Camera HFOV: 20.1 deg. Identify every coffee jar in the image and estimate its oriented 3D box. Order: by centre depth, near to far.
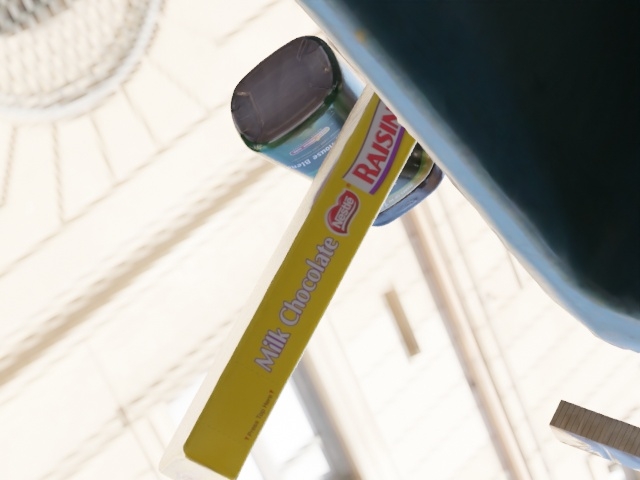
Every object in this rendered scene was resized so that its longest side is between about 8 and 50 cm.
[{"bbox_3d":[0.019,-0.079,1.395,0.096,0.184,0.079,-36,-126,17],"label":"coffee jar"}]

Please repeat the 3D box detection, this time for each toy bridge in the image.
[{"bbox_3d":[0.142,0.097,0.867,0.063,0.026,0.188,18,-109,29],"label":"toy bridge"}]

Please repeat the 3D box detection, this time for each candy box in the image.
[{"bbox_3d":[0.000,0.000,0.690,0.206,0.027,0.105,-62,-179,-13],"label":"candy box"}]

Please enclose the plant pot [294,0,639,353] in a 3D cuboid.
[{"bbox_3d":[0.126,-0.152,0.319,0.247,0.248,0.252,-5,-133,48],"label":"plant pot"}]
